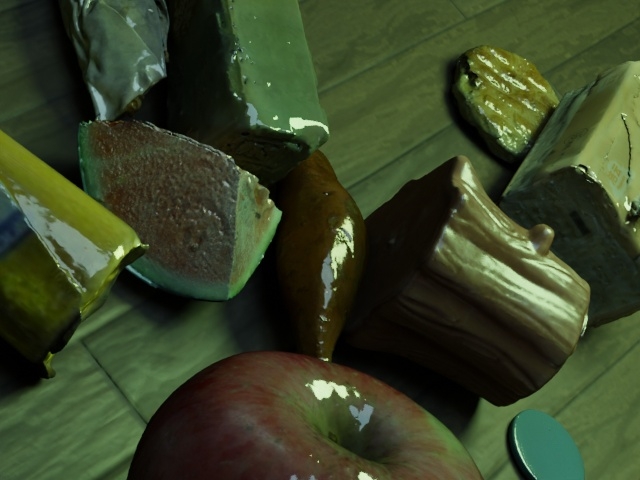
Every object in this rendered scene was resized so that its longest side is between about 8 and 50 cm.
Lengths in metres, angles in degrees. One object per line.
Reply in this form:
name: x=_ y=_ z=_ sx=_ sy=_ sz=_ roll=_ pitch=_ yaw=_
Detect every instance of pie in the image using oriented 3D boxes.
pie: x=0.250 y=-0.181 z=2.232 sx=0.195 sy=0.046 sz=0.195 roll=25 pitch=43 yaw=-26

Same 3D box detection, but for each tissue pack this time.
tissue pack: x=0.396 y=-0.074 z=2.100 sx=0.238 sy=0.238 sz=0.305 roll=43 pitch=39 yaw=-3

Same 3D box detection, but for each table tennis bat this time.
table tennis bat: x=0.263 y=0.258 z=1.879 sx=0.100 sy=0.019 sz=0.155 roll=4 pitch=52 yaw=-39

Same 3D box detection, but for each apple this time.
apple: x=-0.018 y=0.262 z=1.455 sx=0.344 sy=0.269 sz=0.345 roll=23 pitch=24 yaw=-11

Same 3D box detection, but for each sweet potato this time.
sweet potato: x=0.000 y=0.003 z=1.797 sx=0.112 sy=0.112 sz=0.359 roll=22 pitch=44 yaw=-26

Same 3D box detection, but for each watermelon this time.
watermelon: x=-0.159 y=-0.018 z=1.702 sx=0.231 sy=0.128 sz=0.146 roll=21 pitch=71 yaw=-8

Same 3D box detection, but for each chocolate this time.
chocolate: x=-0.375 y=-0.067 z=1.514 sx=0.445 sy=0.162 sz=0.162 roll=38 pitch=39 yaw=-4

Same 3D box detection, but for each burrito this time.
burrito: x=-0.238 y=-0.295 z=1.861 sx=0.117 sy=0.076 sz=0.392 roll=-13 pitch=58 yaw=-7

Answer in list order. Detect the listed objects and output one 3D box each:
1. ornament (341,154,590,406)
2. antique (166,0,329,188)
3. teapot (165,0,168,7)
ornament: x=0.157 y=0.059 z=1.833 sx=0.217 sy=0.221 sz=0.235 roll=34 pitch=81 yaw=-19
antique: x=-0.091 y=-0.205 z=1.831 sx=0.125 sy=0.150 sz=0.284 roll=12 pitch=60 yaw=-35
teapot: x=-0.163 y=-0.294 z=1.956 sx=0.092 sy=0.124 sz=0.091 roll=3 pitch=14 yaw=13
